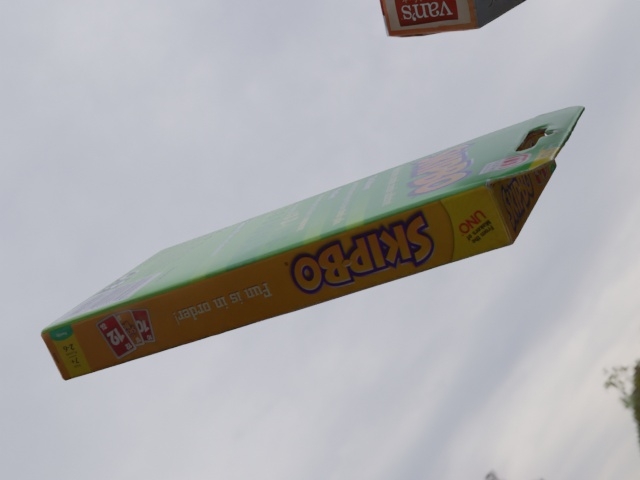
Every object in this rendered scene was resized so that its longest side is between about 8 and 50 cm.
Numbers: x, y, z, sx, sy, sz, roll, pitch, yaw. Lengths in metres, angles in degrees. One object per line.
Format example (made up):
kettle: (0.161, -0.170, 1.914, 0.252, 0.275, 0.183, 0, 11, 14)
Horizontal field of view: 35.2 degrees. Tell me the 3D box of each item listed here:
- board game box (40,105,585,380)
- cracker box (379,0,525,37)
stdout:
board game box: (0.000, 0.000, 0.485, 0.259, 0.039, 0.124, -21, 10, 26)
cracker box: (0.079, -0.250, 0.578, 0.155, 0.067, 0.232, -36, -60, -46)
